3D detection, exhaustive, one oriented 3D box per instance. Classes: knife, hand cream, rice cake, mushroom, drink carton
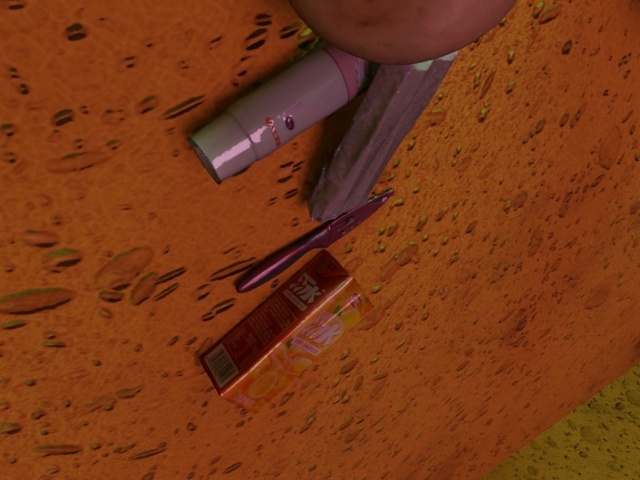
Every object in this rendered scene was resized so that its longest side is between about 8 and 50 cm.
[{"bbox_3d":[0.000,0.000,0.624,0.247,0.018,0.035,-31,135,-16],"label":"knife"},{"bbox_3d":[0.020,-0.170,0.478,0.331,0.058,0.085,-38,126,-15],"label":"hand cream"},{"bbox_3d":[0.057,-0.110,0.514,0.085,0.040,0.226,-23,153,-42],"label":"rice cake"},{"bbox_3d":[0.069,-0.247,0.363,0.215,0.207,0.207,-53,153,-45],"label":"mushroom"},{"bbox_3d":[-0.041,0.124,0.655,0.223,0.071,0.096,-42,139,-4],"label":"drink carton"}]
